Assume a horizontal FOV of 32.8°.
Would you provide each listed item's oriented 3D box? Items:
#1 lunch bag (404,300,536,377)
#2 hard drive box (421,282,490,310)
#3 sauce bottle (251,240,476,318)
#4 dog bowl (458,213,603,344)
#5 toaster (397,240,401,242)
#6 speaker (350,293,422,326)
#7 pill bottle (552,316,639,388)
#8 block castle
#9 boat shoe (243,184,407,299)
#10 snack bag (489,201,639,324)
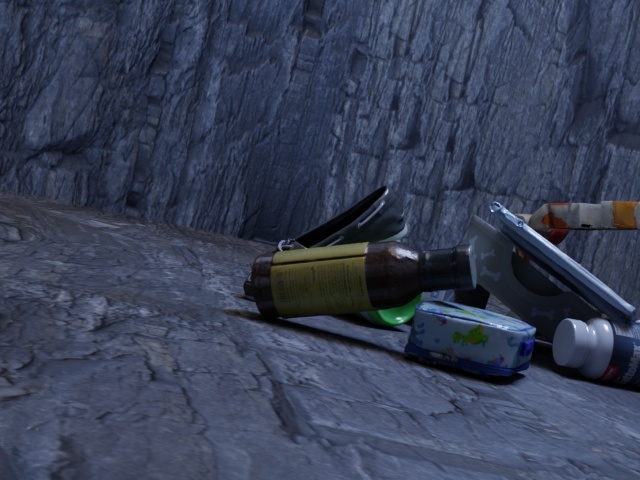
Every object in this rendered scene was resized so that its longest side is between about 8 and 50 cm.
[{"bbox_3d":[0.236,0.151,1.666,0.176,0.090,0.219,12,2,19],"label":"lunch bag"},{"bbox_3d":[0.195,0.097,2.192,0.232,0.089,0.181,12,-12,35],"label":"hard drive box"},{"bbox_3d":[0.068,0.058,1.696,0.344,0.111,0.111,-5,-2,15],"label":"sauce bottle"},{"bbox_3d":[0.408,0.096,2.157,0.348,0.102,0.349,40,4,-3],"label":"dog bowl"},{"bbox_3d":[0.093,0.056,2.435,0.227,0.146,0.129,12,3,0],"label":"toaster"},{"bbox_3d":[0.061,0.078,2.054,0.131,0.131,0.296,10,3,-34],"label":"speaker"},{"bbox_3d":[0.494,0.189,1.854,0.180,0.108,0.108,11,3,-13],"label":"pill bottle"},{"bbox_3d":[0.635,0.070,2.355,0.453,0.303,0.212,1,0,44],"label":"block castle"},{"bbox_3d":[0.000,0.000,1.987,0.335,0.096,0.112,-25,22,-14],"label":"boat shoe"},{"bbox_3d":[0.456,0.061,2.009,0.323,0.037,0.342,40,4,17],"label":"snack bag"}]
